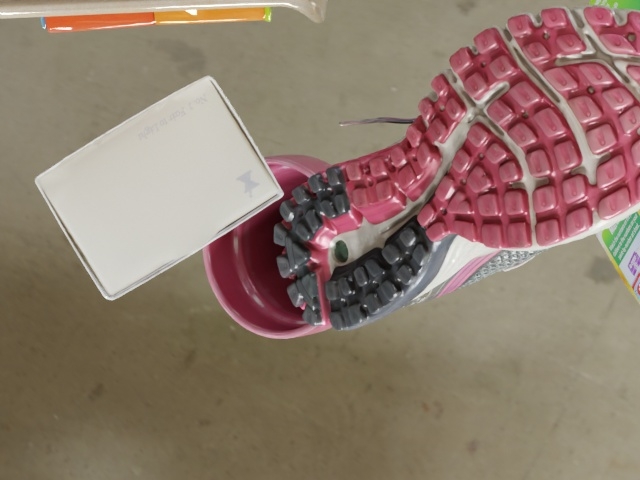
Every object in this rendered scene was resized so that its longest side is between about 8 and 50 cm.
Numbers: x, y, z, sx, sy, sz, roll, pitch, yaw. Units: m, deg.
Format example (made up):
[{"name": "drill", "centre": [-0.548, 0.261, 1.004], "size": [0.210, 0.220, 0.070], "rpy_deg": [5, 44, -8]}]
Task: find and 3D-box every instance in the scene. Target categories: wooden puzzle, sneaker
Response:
[{"name": "wooden puzzle", "centre": [-0.112, -0.193, 1.003], "size": [0.239, 0.221, 0.044], "rpy_deg": [2, 116, 1]}, {"name": "sneaker", "centre": [0.100, -0.043, 0.787], "size": [0.112, 0.299, 0.120], "rpy_deg": [-13, 80, -45]}]

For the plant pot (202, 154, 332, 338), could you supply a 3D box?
[{"name": "plant pot", "centre": [0.000, 0.000, 1.560], "size": [0.180, 0.201, 0.201], "rpy_deg": [-10, 111, -53]}]

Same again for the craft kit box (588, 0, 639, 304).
[{"name": "craft kit box", "centre": [0.258, -0.051, 1.005], "size": [0.061, 0.246, 0.250], "rpy_deg": [-23, 157, -16]}]

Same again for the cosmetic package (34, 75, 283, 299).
[{"name": "cosmetic package", "centre": [-0.146, -0.046, 1.176], "size": [0.160, 0.309, 0.113], "rpy_deg": [-32, 97, -9]}]
